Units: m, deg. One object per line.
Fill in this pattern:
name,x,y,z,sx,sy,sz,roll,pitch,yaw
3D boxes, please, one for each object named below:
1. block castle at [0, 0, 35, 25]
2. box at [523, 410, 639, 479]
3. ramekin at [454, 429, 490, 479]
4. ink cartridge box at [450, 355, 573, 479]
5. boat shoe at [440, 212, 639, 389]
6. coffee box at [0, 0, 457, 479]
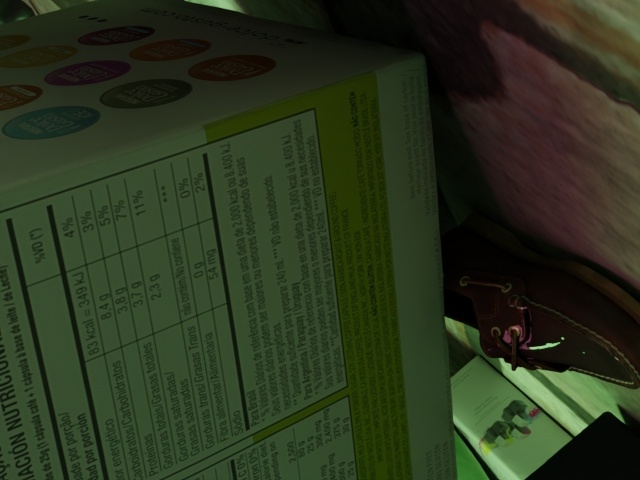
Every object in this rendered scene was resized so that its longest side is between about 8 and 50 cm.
block castle,-0.304,-0.259,0.885,0.213,0.303,0.453,41,168,19
box,0.262,0.320,0.783,0.294,0.182,0.296,38,162,50
ramekin,0.055,0.269,1.153,0.303,0.148,0.303,51,163,22
ink cartridge box,0.185,0.196,1.031,0.181,0.061,0.104,43,167,43
boat shoe,0.127,0.047,0.722,0.073,0.073,0.207,57,167,-26
coffee box,-0.149,0.054,0.764,0.337,0.334,0.338,22,126,48
